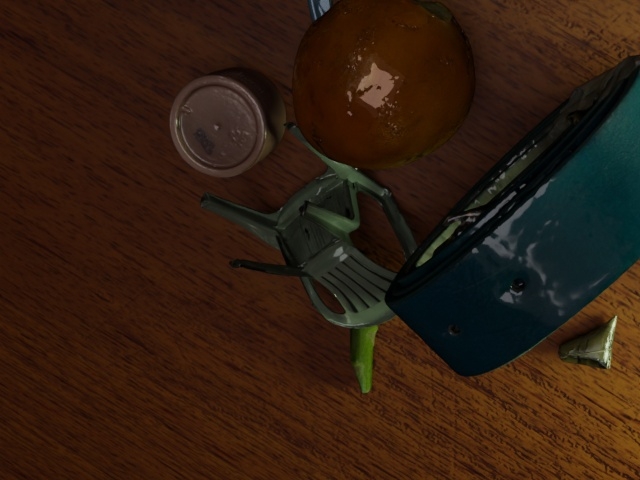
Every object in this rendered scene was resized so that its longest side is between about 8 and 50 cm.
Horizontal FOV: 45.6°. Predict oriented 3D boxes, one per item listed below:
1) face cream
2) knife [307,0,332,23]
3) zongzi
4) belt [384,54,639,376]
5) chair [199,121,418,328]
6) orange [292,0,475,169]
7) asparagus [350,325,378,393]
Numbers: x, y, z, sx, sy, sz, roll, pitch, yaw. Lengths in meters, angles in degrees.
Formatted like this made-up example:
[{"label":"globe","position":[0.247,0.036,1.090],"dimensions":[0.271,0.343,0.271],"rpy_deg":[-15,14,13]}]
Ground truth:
[{"label":"face cream","position":[-0.135,-0.176,1.124],"dimensions":[0.149,0.104,0.149],"rpy_deg":[5,110,13]},{"label":"knife","position":[-0.008,-0.420,1.052],"dimensions":[0.045,0.019,0.312],"rpy_deg":[-6,107,9]},{"label":"zongzi","position":[0.398,0.146,1.138],"dimensions":[0.076,0.040,0.083],"rpy_deg":[8,99,19]},{"label":"belt","position":[0.276,-0.028,0.961],"dimensions":[0.436,0.300,0.173],"rpy_deg":[-42,96,14]},{"label":"chair","position":[0.000,0.000,1.107],"dimensions":[0.203,0.190,0.275],"rpy_deg":[-39,140,24]},{"label":"orange","position":[0.081,-0.206,0.988],"dimensions":[0.240,0.240,0.239],"rpy_deg":[5,110,13]},{"label":"asparagus","position":[0.068,0.163,1.228],"dimensions":[0.045,0.041,0.178],"rpy_deg":[-6,111,-16]}]
